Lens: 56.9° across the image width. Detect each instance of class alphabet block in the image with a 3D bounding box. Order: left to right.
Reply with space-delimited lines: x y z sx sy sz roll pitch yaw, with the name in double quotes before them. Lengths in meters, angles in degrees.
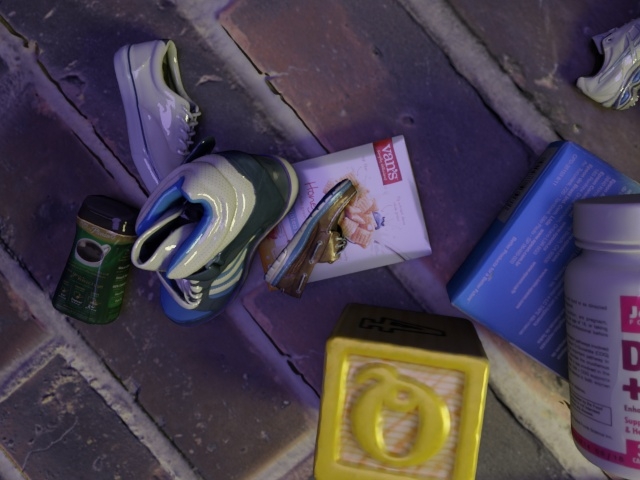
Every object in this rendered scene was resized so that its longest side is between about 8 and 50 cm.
"alphabet block" 0.104 0.202 0.778 0.194 0.197 0.192 5 98 8

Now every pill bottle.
"pill bottle" 0.350 0.094 0.633 0.161 0.160 0.282 -5 96 10

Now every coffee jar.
"coffee jar" -0.330 0.027 0.888 0.096 0.079 0.184 22 100 8

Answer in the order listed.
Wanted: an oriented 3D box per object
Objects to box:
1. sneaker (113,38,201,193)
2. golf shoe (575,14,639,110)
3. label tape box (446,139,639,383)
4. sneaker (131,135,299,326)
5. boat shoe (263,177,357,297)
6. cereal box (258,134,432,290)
"sneaker" -0.218 -0.164 0.841 0.091 0.094 0.257 -16 93 15
"golf shoe" 0.394 -0.257 0.749 0.086 0.069 0.176 28 99 11
"label tape box" 0.379 0.068 0.765 0.348 0.115 0.249 33 101 1
"sneaker" -0.179 0.017 0.753 0.130 0.236 0.322 46 117 12
"boat shoe" 0.000 0.000 0.795 0.066 0.066 0.183 37 112 -2
"cereal box" 0.022 -0.037 0.840 0.240 0.047 0.172 -14 94 11
